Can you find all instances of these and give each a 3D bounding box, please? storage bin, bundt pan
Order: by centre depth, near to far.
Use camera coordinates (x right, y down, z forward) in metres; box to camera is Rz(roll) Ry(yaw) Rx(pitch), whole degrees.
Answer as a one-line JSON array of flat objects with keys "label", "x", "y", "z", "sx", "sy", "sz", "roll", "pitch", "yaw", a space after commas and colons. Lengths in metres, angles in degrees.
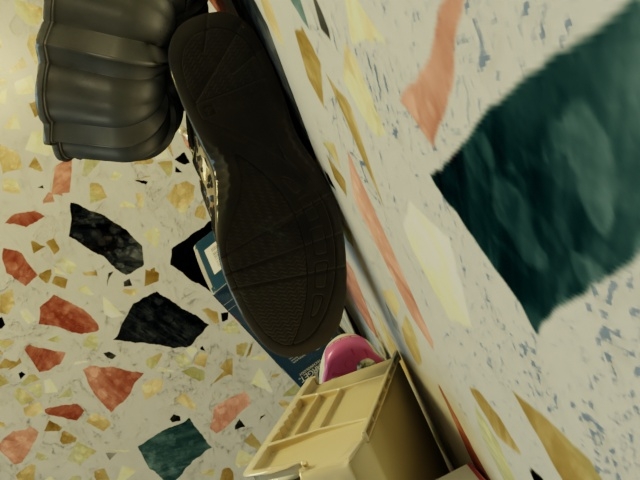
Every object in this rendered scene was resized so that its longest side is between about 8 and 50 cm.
[{"label": "storage bin", "x": 0.060, "y": 0.285, "z": 0.737, "sx": 0.262, "sy": 0.123, "sz": 0.260, "roll": 66, "pitch": -163, "yaw": -4}, {"label": "bundt pan", "x": -0.218, "y": -0.241, "z": 0.880, "sx": 0.331, "sy": 0.124, "sz": 0.331, "roll": -166, "pitch": 90, "yaw": -87}]

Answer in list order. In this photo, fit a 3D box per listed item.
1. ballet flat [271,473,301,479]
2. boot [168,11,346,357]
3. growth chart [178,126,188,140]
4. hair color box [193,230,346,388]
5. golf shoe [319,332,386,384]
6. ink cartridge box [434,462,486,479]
[{"label": "ballet flat", "x": 0.073, "y": 0.374, "z": 0.980, "sx": 0.400, "sy": 0.139, "sz": 0.139, "roll": 40, "pitch": -172, "yaw": -28}, {"label": "boot", "x": -0.080, "y": -0.057, "z": 0.890, "sx": 0.284, "sy": 0.138, "sz": 0.378, "roll": 169, "pitch": 80, "yaw": -83}, {"label": "growth chart", "x": -0.166, "y": -0.139, "z": 1.381, "sx": 0.172, "sy": 0.021, "sz": 0.237, "roll": 44, "pitch": -173, "yaw": 23}, {"label": "hair color box", "x": -0.045, "y": 0.129, "z": 1.145, "sx": 0.347, "sy": 0.105, "sz": 0.174, "roll": 52, "pitch": 180, "yaw": -30}, {"label": "golf shoe", "x": 0.056, "y": 0.228, "z": 1.037, "sx": 0.140, "sy": 0.115, "sz": 0.306, "roll": -117, "pitch": 6, "yaw": -52}, {"label": "ink cartridge box", "x": 0.151, "y": 0.290, "z": 0.631, "sx": 0.151, "sy": 0.063, "sz": 0.109, "roll": 64, "pitch": 175, "yaw": -6}]
